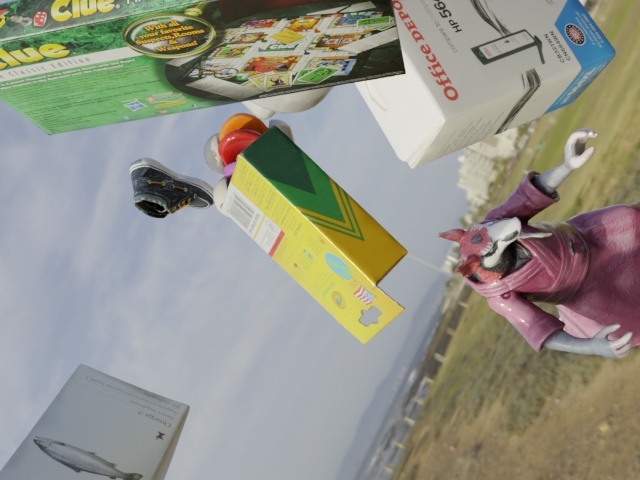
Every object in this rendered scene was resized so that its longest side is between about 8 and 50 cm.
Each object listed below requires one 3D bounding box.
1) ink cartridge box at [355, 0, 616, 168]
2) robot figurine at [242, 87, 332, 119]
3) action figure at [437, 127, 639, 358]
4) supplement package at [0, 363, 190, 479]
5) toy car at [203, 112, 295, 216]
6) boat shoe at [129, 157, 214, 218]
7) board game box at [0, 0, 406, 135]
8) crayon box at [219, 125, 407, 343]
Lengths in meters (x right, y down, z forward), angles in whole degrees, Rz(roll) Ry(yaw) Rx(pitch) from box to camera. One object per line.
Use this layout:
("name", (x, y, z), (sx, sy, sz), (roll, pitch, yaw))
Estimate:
("ink cartridge box", (0.137, -0.174, 0.752), (0.203, 0.148, 0.086), (-24, -15, -25))
("robot figurine", (-0.027, -0.323, 1.203), (0.300, 0.200, 0.353), (-52, 5, -36))
("action figure", (0.283, 0.015, 1.026), (0.276, 0.370, 0.248), (-6, 78, 61))
("supplement package", (-0.188, 0.200, 0.652), (0.179, 0.105, 0.105), (-71, 3, -63))
("toy car", (-0.119, -0.131, 1.415), (0.136, 0.159, 0.182), (49, -152, -78))
("boat shoe", (-0.251, -0.069, 1.415), (0.183, 0.065, 0.083), (24, -128, -47))
("board game box", (-0.082, -0.120, 0.515), (0.136, 0.260, 0.030), (50, -147, -75))
("crayon box", (0.000, 0.000, 1.244), (0.081, 0.318, 0.202), (-44, -5, -25))
